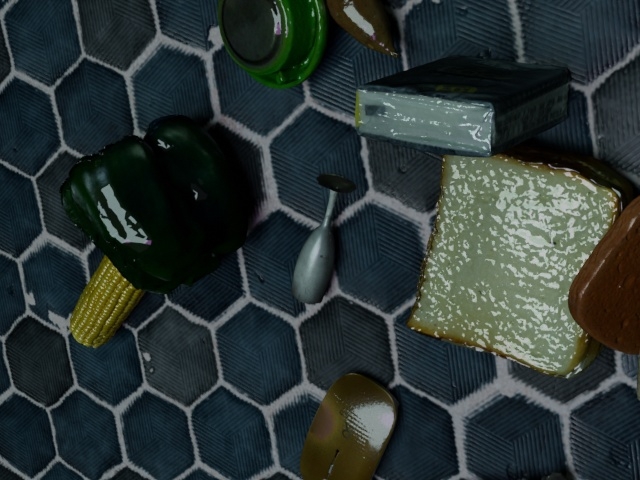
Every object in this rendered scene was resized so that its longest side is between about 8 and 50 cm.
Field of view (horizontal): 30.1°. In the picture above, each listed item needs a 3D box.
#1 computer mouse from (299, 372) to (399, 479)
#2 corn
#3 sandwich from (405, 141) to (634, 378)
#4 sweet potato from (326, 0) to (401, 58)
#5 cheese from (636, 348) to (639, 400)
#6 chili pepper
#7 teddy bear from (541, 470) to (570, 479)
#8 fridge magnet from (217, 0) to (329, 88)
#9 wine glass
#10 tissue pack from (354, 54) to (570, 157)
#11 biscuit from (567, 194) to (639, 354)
[{"bbox_3d":[0.042,0.321,1.862,0.126,0.056,0.245,34,121,22],"label":"computer mouse"},{"bbox_3d":[-0.351,0.085,2.030,0.093,0.093,0.244,46,123,14],"label":"corn"},{"bbox_3d":[0.272,0.016,1.594,0.271,0.099,0.301,17,112,21],"label":"sandwich"},{"bbox_3d":[0.034,-0.360,1.659,0.075,0.075,0.269,-31,77,36],"label":"sweet potato"},{"bbox_3d":[0.515,0.179,1.393,0.265,0.124,0.242,30,162,24],"label":"cheese"},{"bbox_3d":[-0.252,-0.052,1.848,0.256,0.249,0.233,57,149,4],"label":"chili pepper"},{"bbox_3d":[0.257,0.438,1.701,0.171,0.144,0.251,13,108,43],"label":"teddy bear"},{"bbox_3d":[-0.074,-0.322,1.726,0.208,0.088,0.208,20,119,40],"label":"fridge magnet"},{"bbox_3d":[0.000,0.000,1.793,0.066,0.066,0.198,28,118,24],"label":"wine glass"},{"bbox_3d":[0.184,-0.171,1.500,0.185,0.257,0.081,13,112,29],"label":"tissue pack"},{"bbox_3d":[0.403,0.047,1.503,0.192,0.186,0.036,-55,36,8],"label":"biscuit"}]
